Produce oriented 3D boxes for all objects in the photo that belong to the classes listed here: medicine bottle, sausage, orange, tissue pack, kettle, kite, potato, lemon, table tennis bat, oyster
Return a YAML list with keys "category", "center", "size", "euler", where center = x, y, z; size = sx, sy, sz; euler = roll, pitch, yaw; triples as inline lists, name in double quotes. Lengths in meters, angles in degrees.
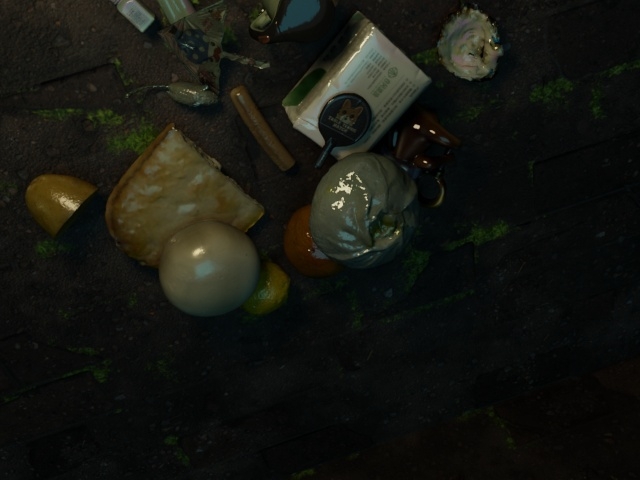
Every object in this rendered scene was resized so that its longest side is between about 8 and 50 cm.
- category: "medicine bottle"
  center: [-0.484, -0.598, 1.470]
  size: [0.055, 0.074, 0.118]
  euler: [-40, 123, 13]
- category: "sausage"
  center: [-0.174, -0.332, 1.728]
  size: [0.065, 0.066, 0.301]
  euler: [-32, 123, 7]
- category: "orange"
  center: [0.000, 0.000, 1.876]
  size: [0.264, 0.264, 0.264]
  euler: [-7, 123, -10]
- category: "tissue pack"
  center: [0.099, -0.424, 1.661]
  size: [0.266, 0.194, 0.356]
  euler: [33, 111, -30]
- category: "kettle"
  center: [-0.078, -0.590, 1.474]
  size: [0.240, 0.255, 0.165]
  euler: [-32, 126, 7]
- category: "kite"
  center: [-0.286, -0.506, 1.537]
  size: [0.314, 0.011, 0.335]
  euler: [18, 147, -2]
- category: "potato"
  center: [-0.766, -0.121, 1.662]
  size: [0.158, 0.178, 0.203]
  euler: [43, 129, -17]
- category: "lemon"
  center: [-0.198, 0.166, 1.975]
  size: [0.180, 0.180, 0.193]
  euler: [26, 107, -27]
- category: "table tennis bat"
  center: [0.047, -0.301, 1.598]
  size: [0.150, 0.027, 0.236]
  euler: [22, 113, -28]
- category: "oyster"
  center: [0.459, -0.581, 1.723]
  size: [0.259, 0.092, 0.198]
  euler: [32, 110, -20]

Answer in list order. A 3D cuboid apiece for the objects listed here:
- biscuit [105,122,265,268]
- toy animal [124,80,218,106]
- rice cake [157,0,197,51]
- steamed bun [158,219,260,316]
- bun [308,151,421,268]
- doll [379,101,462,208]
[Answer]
- category: "biscuit"
  center: [-0.430, -0.089, 1.784]
  size: [0.446, 0.104, 0.429]
  euler: [-45, 131, 14]
- category: "toy animal"
  center: [-0.413, -0.415, 1.604]
  size: [0.252, 0.079, 0.070]
  euler: [2, 100, -17]
- category: "rice cake"
  center: [-0.375, -0.613, 1.510]
  size: [0.080, 0.042, 0.222]
  euler: [-24, 125, 8]
- category: "steamed bun"
  center: [-0.336, 0.100, 1.774]
  size: [0.324, 0.206, 0.324]
  euler: [-18, 139, -16]
- category: "bun"
  center: [0.143, -0.073, 1.662]
  size: [0.362, 0.211, 0.362]
  euler: [-15, 118, -30]
- category: "doll"
  center: [0.290, -0.267, 1.829]
  size: [0.318, 0.209, 0.340]
  euler: [28, 114, 7]
